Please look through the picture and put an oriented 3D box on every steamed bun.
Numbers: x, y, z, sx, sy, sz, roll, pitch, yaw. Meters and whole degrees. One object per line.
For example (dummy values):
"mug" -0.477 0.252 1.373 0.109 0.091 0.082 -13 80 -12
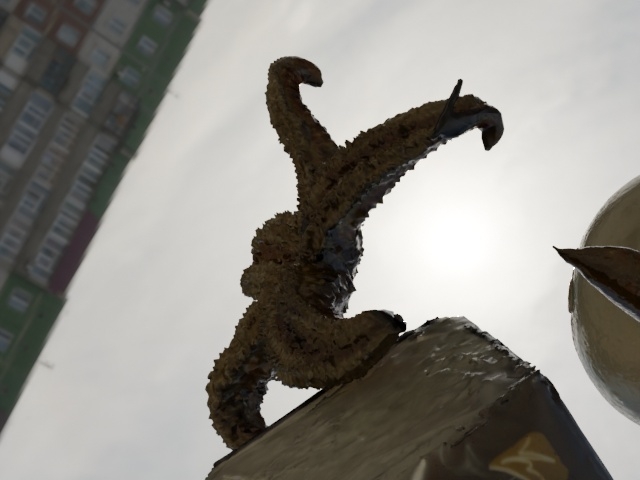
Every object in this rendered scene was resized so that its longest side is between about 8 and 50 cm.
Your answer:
"steamed bun" 0.351 0.058 1.115 0.177 0.283 0.283 3 -118 40

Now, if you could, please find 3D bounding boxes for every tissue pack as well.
"tissue pack" 0.110 0.249 0.613 0.210 0.370 0.198 -37 -169 -5

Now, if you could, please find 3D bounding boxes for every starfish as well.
"starfish" 0.004 -0.002 0.756 0.303 0.113 0.312 -53 -152 42

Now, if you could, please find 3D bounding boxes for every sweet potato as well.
"sweet potato" 0.277 0.068 0.777 0.067 0.274 0.067 -49 -160 24
